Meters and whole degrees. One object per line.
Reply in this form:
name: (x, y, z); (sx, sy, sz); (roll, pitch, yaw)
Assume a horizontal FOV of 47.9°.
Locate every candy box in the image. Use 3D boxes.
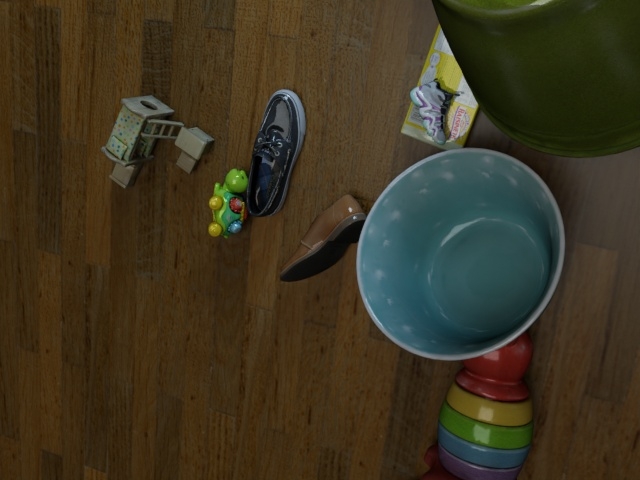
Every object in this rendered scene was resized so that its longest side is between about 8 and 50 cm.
candy box: (0.208, -0.246, 1.123); (0.105, 0.027, 0.206); (24, 113, 12)

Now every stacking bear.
stacking bear: (0.269, 0.267, 1.175); (0.164, 0.175, 0.289); (10, 100, 12)

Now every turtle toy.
turtle toy: (-0.163, -0.066, 1.298); (0.066, 0.095, 0.130); (5, 108, -1)

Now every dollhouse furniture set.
dollhouse furniture set: (-0.312, -0.144, 1.324); (0.161, 0.101, 0.182); (35, 114, 10)

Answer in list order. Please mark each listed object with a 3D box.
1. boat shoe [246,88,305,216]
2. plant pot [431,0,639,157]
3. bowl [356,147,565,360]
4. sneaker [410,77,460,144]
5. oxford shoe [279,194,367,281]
boat shoe: (-0.087, -0.145, 1.245); (0.080, 0.076, 0.228); (23, 112, 15)
plant pot: (0.280, -0.313, 0.832); (0.366, 0.353, 0.366); (-5, 81, 31)
bowl: (0.228, 0.034, 1.082); (0.311, 0.163, 0.311); (-11, 69, 30)
sneaker: (0.187, -0.202, 1.107); (0.069, 0.038, 0.098); (-26, 94, 29)
oxford shoe: (0.000, 0.000, 1.266); (0.212, 0.076, 0.076); (-41, 57, 28)
